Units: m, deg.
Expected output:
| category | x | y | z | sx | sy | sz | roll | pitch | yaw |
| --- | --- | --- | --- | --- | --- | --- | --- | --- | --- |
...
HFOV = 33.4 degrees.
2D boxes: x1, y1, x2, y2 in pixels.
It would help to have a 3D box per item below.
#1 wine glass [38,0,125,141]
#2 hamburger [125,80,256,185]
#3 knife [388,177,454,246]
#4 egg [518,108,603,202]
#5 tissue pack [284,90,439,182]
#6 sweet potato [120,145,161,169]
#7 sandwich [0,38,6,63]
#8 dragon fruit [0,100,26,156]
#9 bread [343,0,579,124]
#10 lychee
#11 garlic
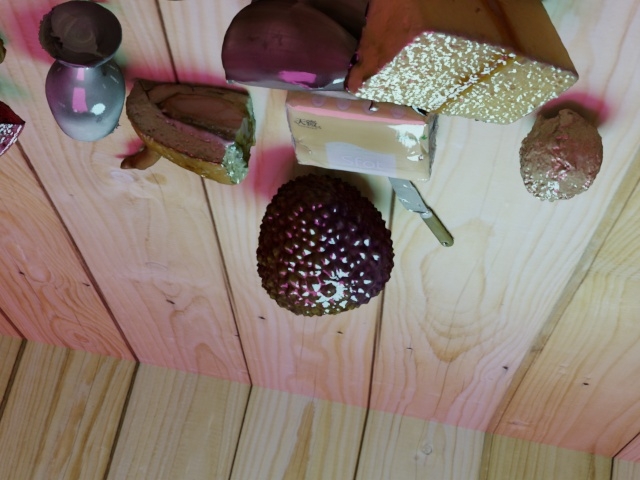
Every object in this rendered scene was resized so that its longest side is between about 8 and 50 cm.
| category | x | y | z | sx | sy | sz | roll | pitch | yaw |
| --- | --- | --- | --- | --- | --- | --- | --- | --- | --- |
| wine glass | -0.357 | -0.249 | 1.614 | 0.126 | 0.126 | 0.241 | 15 | 155 | -5 |
| hamburger | -0.214 | -0.165 | 1.715 | 0.207 | 0.135 | 0.155 | 12 | 154 | 4 |
| knife | 0.172 | -0.059 | 1.902 | 0.047 | 0.017 | 0.298 | 6 | 157 | 30 |
| egg | 0.348 | -0.121 | 1.546 | 0.118 | 0.116 | 0.140 | 29 | 124 | -7 |
| tissue pack | 0.064 | -0.171 | 1.610 | 0.222 | 0.090 | 0.186 | 9 | 154 | 9 |
| sweet potato | -0.315 | -0.150 | 1.918 | 0.044 | 0.044 | 0.179 | 23 | 154 | -23 |
| sandwich | -0.605 | -0.270 | 1.597 | 0.155 | 0.198 | 0.227 | 1 | 154 | 24 |
| dragon fruit | -0.642 | -0.189 | 1.757 | 0.163 | 0.189 | 0.261 | 11 | -177 | 37 |
| bread | 0.174 | -0.228 | 1.251 | 0.266 | 0.178 | 0.142 | 4 | -175 | -37 |
| lychee | 0.000 | 0.000 | 1.870 | 0.271 | 0.271 | 0.271 | 11 | 157 | 5 |
| garlic | -0.002 | -0.237 | 1.361 | 0.292 | 0.210 | 0.237 | 6 | 151 | 37 |
